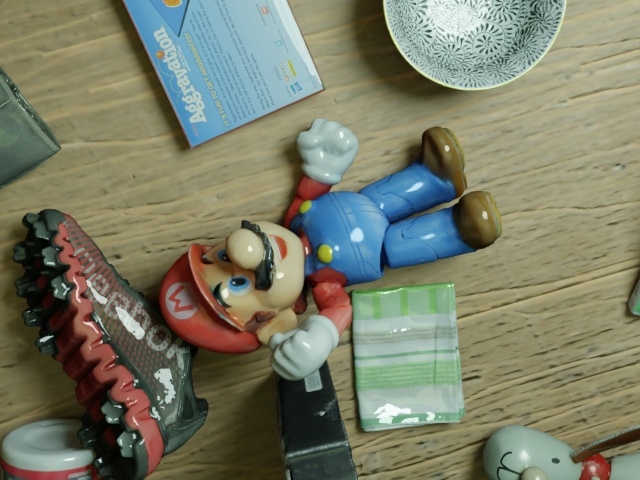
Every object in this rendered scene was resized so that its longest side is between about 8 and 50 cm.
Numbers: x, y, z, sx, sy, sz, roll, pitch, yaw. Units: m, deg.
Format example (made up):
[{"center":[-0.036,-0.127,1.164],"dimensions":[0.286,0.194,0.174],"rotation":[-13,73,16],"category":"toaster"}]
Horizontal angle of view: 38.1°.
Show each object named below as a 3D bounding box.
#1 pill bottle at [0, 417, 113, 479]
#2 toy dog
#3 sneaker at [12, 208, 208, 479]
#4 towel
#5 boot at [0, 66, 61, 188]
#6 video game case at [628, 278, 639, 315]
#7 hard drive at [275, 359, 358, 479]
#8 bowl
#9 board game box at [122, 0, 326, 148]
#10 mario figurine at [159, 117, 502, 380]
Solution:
[{"center":[-0.260,0.279,0.922],"dimensions":[0.107,0.108,0.180],"rotation":[1,101,-5],"category":"pill bottle"},{"center":[0.347,0.273,0.942],"dimensions":[0.333,0.161,0.220],"rotation":[-10,101,-3],"category":"toy dog"},{"center":[-0.197,0.089,0.898],"dimensions":[0.135,0.097,0.276],"rotation":[-19,76,-43],"category":"sneaker"},{"center":[0.091,0.122,0.965],"dimensions":[0.113,0.023,0.152],"rotation":[-6,100,-4],"category":"towel"},{"center":[-0.380,-0.096,0.862],"dimensions":[0.208,0.076,0.190],"rotation":[-36,115,9],"category":"boot"},{"center":[0.447,0.013,0.934],"dimensions":[0.212,0.023,0.193],"rotation":[10,124,-6],"category":"video game case"},{"center":[0.021,0.307,0.885],"dimensions":[0.064,0.237,0.339],"rotation":[-13,102,-2],"category":"hard drive"},{"center":[0.138,-0.228,0.876],"dimensions":[0.170,0.080,0.170],"rotation":[-1,101,-4],"category":"bowl"},{"center":[-0.116,-0.244,0.880],"dimensions":[0.145,0.027,0.281],"rotation":[-24,101,-1],"category":"board game box"},{"center":[0.000,0.000,0.855],"dimensions":[0.320,0.198,0.170],"rotation":[-24,114,-4],"category":"mario figurine"}]
